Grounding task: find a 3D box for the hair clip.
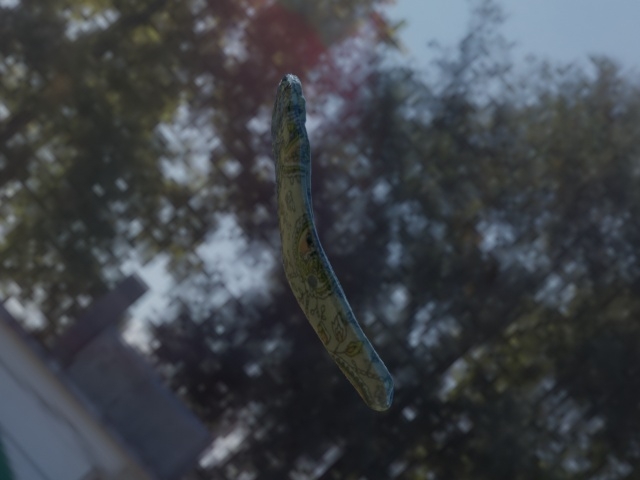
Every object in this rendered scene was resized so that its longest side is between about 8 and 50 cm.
[{"bbox_3d":[-0.002,0.000,1.051,0.066,0.036,0.229,123,-46,-57],"label":"hair clip"}]
